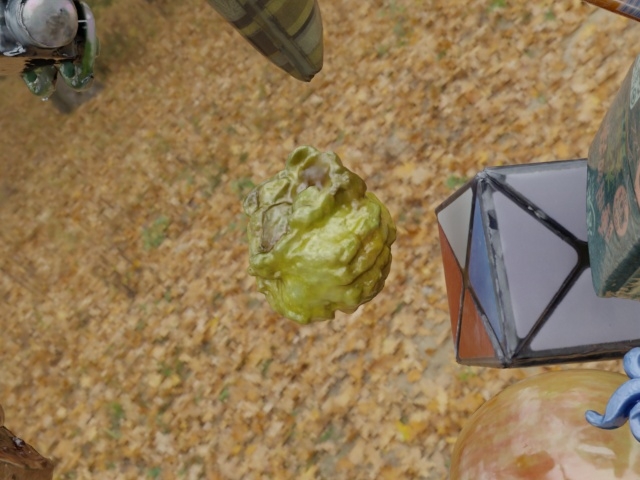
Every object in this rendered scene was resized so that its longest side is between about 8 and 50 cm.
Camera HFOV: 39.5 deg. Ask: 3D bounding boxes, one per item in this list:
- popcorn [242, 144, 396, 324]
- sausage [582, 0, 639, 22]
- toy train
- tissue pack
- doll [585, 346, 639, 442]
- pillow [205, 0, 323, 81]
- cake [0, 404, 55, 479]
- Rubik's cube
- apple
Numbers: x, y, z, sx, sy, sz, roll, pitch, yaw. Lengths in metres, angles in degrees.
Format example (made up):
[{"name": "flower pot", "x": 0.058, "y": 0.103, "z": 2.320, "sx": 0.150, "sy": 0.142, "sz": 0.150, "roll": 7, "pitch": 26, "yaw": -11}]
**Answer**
[{"name": "popcorn", "x": -0.005, "y": -0.001, "z": 1.028, "sx": 0.197, "sy": 0.155, "sz": 0.198, "roll": -12, "pitch": 60, "yaw": 22}, {"name": "sausage", "x": 0.290, "y": -0.291, "z": 0.977, "sx": 0.053, "sy": 0.347, "sz": 0.053, "roll": -164, "pitch": 90, "yaw": -78}, {"name": "toy train", "x": -0.354, "y": -0.283, "z": 0.988, "sx": 0.307, "sy": 0.173, "sz": 0.249, "roll": 4, "pitch": 96, "yaw": 55}, {"name": "tissue pack", "x": 0.368, "y": -0.083, "z": 0.967, "sx": 0.316, "sy": 0.103, "sz": 0.228, "roll": 80, "pitch": -164, "yaw": -70}, {"name": "doll", "x": 0.315, "y": 0.111, "z": 0.734, "sx": 0.206, "sy": 0.067, "sz": 0.110, "roll": -33, "pitch": 55, "yaw": 19}, {"name": "pillow", "x": -0.070, "y": -0.149, "z": 0.308, "sx": 0.038, "sy": 0.203, "sz": 0.113, "roll": -35, "pitch": 39, "yaw": 19}, {"name": "cake", "x": -0.413, "y": 0.279, "z": 0.949, "sx": 0.198, "sy": 0.196, "sz": 0.293, "roll": 22, "pitch": 86, "yaw": 27}, {"name": "Rubik's cube", "x": 0.376, "y": 0.048, "z": 1.420, "sx": 0.310, "sy": 0.305, "sz": 0.307, "roll": -7, "pitch": -8, "yaw": -5}, {"name": "apple", "x": 0.343, "y": 0.362, "z": 1.139, "sx": 0.346, "sy": 0.391, "sz": 0.391, "roll": -14, "pitch": 36, "yaw": 28}]
